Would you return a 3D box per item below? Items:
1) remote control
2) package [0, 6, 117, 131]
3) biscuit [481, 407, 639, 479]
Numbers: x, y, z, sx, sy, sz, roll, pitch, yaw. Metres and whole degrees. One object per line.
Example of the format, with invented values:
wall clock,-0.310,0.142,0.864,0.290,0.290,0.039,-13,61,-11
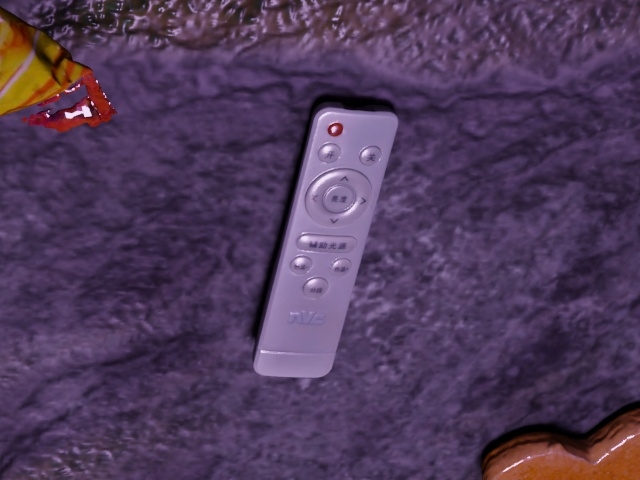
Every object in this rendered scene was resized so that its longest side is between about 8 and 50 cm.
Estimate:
remote control,0.000,0.000,1.069,0.050,0.027,0.184,3,124,-19
package,-0.257,-0.105,0.852,0.223,0.108,0.288,-19,143,19
biscuit,0.177,0.216,1.293,0.165,0.036,0.250,-10,128,-6
